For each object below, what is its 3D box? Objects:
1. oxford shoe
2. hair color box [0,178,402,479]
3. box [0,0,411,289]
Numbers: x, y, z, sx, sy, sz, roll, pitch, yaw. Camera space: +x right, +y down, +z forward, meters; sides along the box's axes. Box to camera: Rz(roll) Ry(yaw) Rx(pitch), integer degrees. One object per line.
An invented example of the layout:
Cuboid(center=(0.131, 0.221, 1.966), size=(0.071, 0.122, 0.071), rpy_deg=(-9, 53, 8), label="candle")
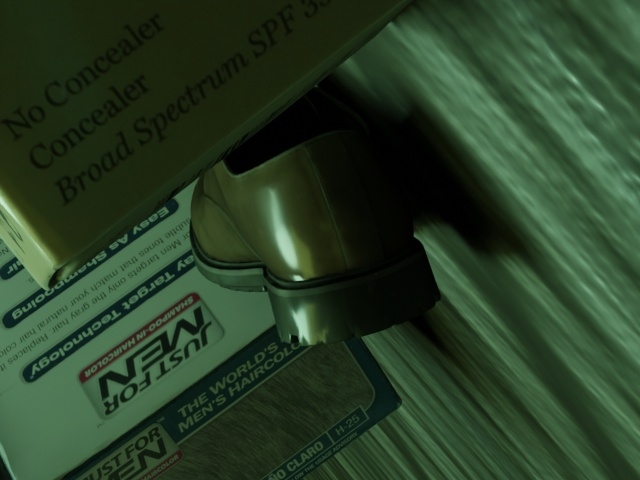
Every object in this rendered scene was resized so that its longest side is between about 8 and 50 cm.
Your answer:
Cuboid(center=(-0.012, -0.027, 0.706), size=(0.227, 0.083, 0.096), rpy_deg=(-161, 53, -72), label="oxford shoe")
Cuboid(center=(-0.121, 0.014, 0.932), size=(0.347, 0.174, 0.105), rpy_deg=(49, 173, 48), label="hair color box")
Cuboid(center=(-0.118, -0.151, 0.481), size=(0.311, 0.148, 0.121), rpy_deg=(50, 170, -3), label="box")
